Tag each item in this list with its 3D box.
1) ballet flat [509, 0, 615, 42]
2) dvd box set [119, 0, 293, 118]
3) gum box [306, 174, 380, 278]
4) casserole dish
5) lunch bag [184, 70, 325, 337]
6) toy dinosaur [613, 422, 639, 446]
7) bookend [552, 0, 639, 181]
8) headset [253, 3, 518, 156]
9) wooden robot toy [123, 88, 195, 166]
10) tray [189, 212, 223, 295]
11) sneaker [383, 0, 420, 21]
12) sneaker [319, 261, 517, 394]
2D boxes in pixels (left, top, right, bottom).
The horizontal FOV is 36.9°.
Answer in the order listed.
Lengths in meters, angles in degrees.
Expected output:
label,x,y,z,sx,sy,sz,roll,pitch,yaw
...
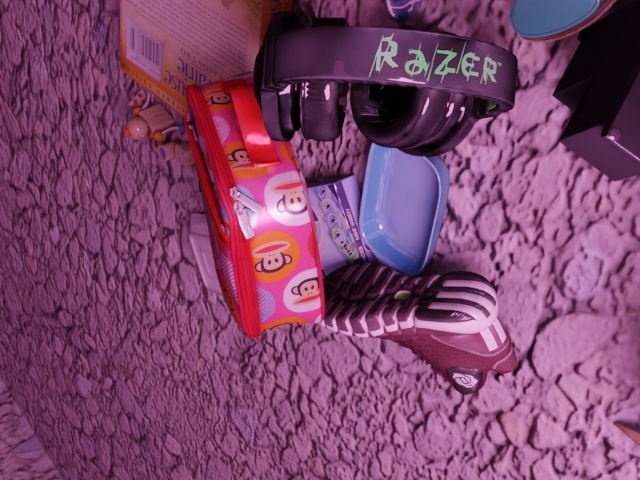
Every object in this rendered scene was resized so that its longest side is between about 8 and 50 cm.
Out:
label,x,y,z,sx,sy,sz,roll,pitch,yaw
ballet flat,0.247,-0.232,0.815,0.206,0.067,0.073,-30,82,57
dvd box set,-0.154,-0.350,1.250,0.307,0.062,0.420,37,136,32
gum box,0.000,0.000,1.286,0.184,0.041,0.157,-6,106,53
casserole dish,0.102,-0.045,1.136,0.114,0.037,0.188,36,137,32
lunch bag,-0.079,-0.060,1.126,0.293,0.120,0.258,-113,14,-48
toy dinosaur,0.364,0.218,0.955,0.183,0.053,0.092,32,135,36
bookend,0.245,-0.112,0.770,0.072,0.157,0.156,33,165,-11
headset,0.041,-0.187,0.991,0.394,0.243,0.185,-176,91,-69
wooden robot toy,-0.266,-0.165,1.487,0.173,0.079,0.076,48,141,22
tray,-0.132,0.038,1.448,0.270,0.030,0.145,10,121,59
sneaker,0.073,-0.299,1.015,0.058,0.052,0.135,11,112,59
sneaker,0.111,0.119,1.144,0.281,0.106,0.162,5,136,49
